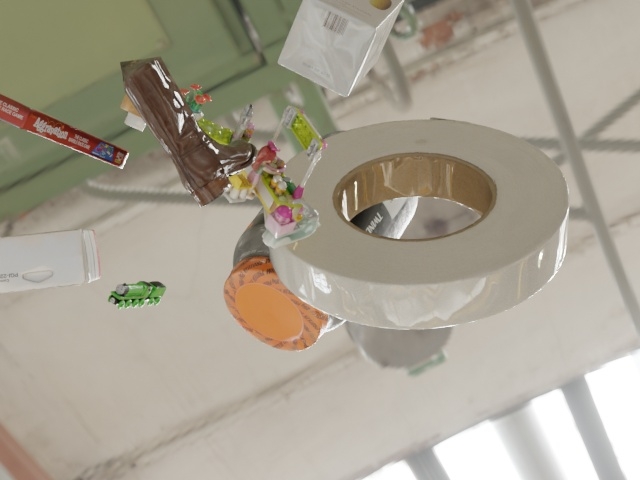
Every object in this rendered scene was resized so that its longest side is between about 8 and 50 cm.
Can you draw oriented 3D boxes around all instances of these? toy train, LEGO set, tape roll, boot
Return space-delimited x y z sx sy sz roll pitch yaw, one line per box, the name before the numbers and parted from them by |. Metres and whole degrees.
toy train | -0.172 0.050 1.116 0.017 0.083 0.024 33 -79 19
LEGO set | -0.092 -0.119 1.358 0.287 0.107 0.132 42 -146 20
tape roll | 0.121 -0.033 1.512 0.391 0.072 0.392 -4 -146 2
boot | -0.096 -0.092 0.856 0.037 0.114 0.106 -29 -166 20

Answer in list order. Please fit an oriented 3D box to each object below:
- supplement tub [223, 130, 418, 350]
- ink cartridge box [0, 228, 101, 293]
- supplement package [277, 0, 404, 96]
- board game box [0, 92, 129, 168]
supplement tub | 0.000 0.000 1.722 0.193 0.194 0.316 0 -141 33
ink cartridge box | -0.449 0.032 1.935 0.158 0.092 0.218 -6 -177 -6
supplement package | 0.040 -0.368 2.075 0.139 0.134 0.244 27 -153 3
board game box | -0.334 -0.140 1.359 0.145 0.281 0.027 23 -90 13
